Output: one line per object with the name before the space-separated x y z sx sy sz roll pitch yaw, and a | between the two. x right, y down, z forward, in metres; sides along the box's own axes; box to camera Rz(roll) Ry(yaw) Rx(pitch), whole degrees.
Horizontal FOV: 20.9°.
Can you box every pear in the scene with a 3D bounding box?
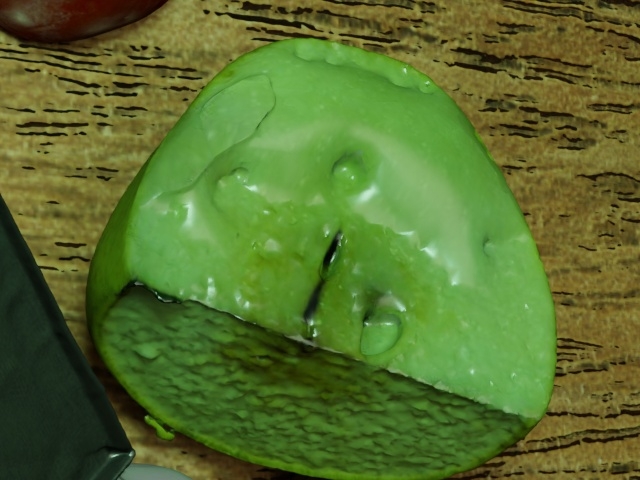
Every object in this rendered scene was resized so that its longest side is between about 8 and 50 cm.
pear | 0.000 0.000 1.332 0.342 0.238 0.318 21 58 -16

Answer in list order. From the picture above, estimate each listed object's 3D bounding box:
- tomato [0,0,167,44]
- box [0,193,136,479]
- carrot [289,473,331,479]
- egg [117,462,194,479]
tomato | -0.179 -0.264 1.308 0.228 0.101 0.228 9 75 -35
box | -0.310 0.135 1.011 0.345 0.204 0.251 -53 137 -36
carrot | 0.014 0.192 1.410 0.070 0.070 0.260 42 62 -25
egg | -0.174 0.252 1.174 0.271 0.196 0.196 -48 112 -33
